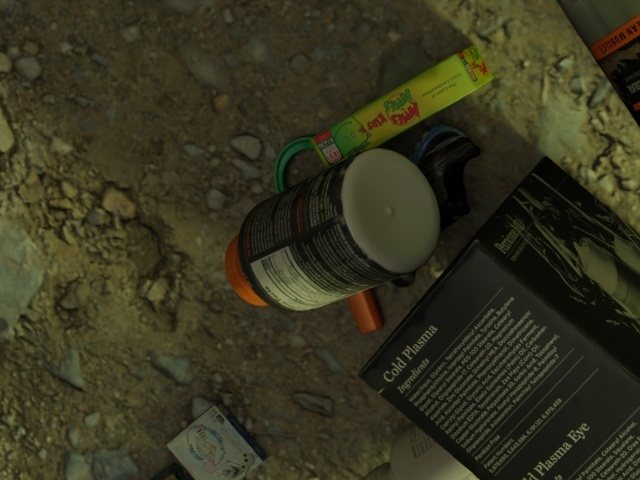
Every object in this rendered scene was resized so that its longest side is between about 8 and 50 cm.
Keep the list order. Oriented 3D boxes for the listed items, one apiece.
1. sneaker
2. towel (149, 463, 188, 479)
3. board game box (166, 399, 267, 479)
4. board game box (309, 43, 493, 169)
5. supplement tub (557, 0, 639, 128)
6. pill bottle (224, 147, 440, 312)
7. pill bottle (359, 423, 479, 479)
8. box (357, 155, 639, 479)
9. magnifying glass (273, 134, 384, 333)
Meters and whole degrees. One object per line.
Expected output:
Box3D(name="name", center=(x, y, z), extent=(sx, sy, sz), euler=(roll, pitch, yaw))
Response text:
Box3D(name="sneaker", center=(0.116, -0.030, 1.472), extent=(0.078, 0.067, 0.188), euler=(26, 108, 17))
Box3D(name="towel", center=(-0.229, 0.486, 1.723), extent=(0.370, 0.040, 0.271), euler=(-42, 80, 23))
Box3D(name="board game box", center=(-0.125, 0.252, 1.653), extent=(0.090, 0.020, 0.090), euler=(-40, 89, 23))
Box3D(name="board game box", center=(0.085, -0.138, 1.440), extent=(0.181, 0.092, 0.043), euler=(-29, 93, 23))
Box3D(name="supplement tub", center=(0.384, -0.159, 1.273), extent=(0.207, 0.207, 0.338), euler=(-34, 92, 23))
Box3D(name="pill bottle", center=(0.000, 0.000, 1.437), extent=(0.245, 0.130, 0.130), euler=(-23, 97, 49))
Box3D(name="pill bottle", center=(0.150, 0.244, 1.499), extent=(0.229, 0.131, 0.131), euler=(-41, 89, 23))
Box3D(name="box", center=(0.249, 0.114, 1.316), extent=(0.312, 0.343, 0.179), euler=(40, 114, 4))
Box3D(name="magnifying glass", center=(0.017, -0.007, 1.535), extent=(0.092, 0.026, 0.231), euler=(-19, 98, 22))
